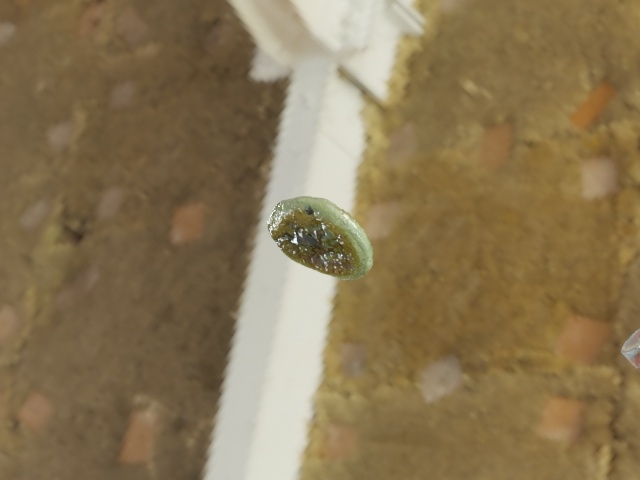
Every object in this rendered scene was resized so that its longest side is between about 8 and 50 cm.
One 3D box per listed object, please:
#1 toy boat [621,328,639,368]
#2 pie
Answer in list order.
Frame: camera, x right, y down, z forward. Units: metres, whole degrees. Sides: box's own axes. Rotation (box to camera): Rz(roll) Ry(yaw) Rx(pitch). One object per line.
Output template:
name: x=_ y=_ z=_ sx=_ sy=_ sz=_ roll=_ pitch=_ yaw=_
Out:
toy boat: x=0.270 y=0.098 z=1.258 sx=0.034 sy=0.122 sz=0.096 roll=-57 pitch=-178 yaw=-18
pie: x=-0.001 y=-0.001 z=1.287 sx=0.084 sy=0.084 sz=0.021 roll=-2 pitch=-134 yaw=42
